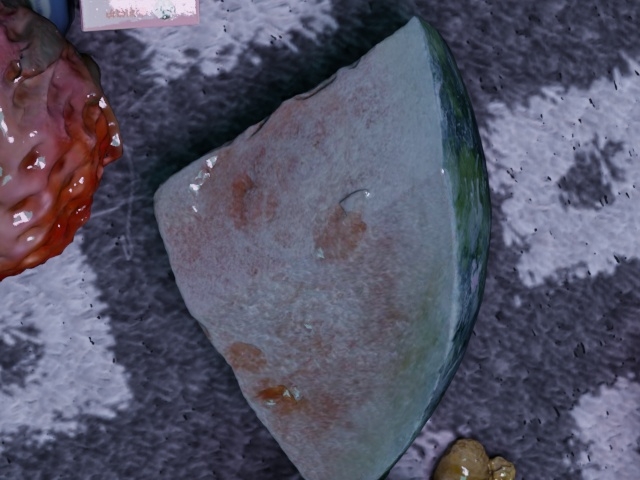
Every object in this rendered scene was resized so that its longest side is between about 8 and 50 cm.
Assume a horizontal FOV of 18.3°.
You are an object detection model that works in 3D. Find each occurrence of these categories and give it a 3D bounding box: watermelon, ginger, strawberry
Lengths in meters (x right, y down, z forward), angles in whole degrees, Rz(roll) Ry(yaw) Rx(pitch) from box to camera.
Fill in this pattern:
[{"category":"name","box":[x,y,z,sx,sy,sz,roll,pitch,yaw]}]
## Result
[{"category":"watermelon","box":[0.000,0.000,1.510,0.258,0.228,0.387,10,110,1]},{"category":"ginger","box":[0.133,0.271,1.639,0.115,0.081,0.205,13,101,3]},{"category":"strawberry","box":[-0.309,-0.040,1.452,0.336,0.149,0.265,-37,121,19]}]

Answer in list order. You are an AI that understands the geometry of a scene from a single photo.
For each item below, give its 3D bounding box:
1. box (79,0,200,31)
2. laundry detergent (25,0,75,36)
[{"category":"box","box":[-0.136,-0.187,1.490,0.089,0.125,0.043,-3,103,-4]},{"category":"laundry detergent","box":[-0.335,-0.204,1.487,0.290,0.094,0.143,-5,114,-2]}]
